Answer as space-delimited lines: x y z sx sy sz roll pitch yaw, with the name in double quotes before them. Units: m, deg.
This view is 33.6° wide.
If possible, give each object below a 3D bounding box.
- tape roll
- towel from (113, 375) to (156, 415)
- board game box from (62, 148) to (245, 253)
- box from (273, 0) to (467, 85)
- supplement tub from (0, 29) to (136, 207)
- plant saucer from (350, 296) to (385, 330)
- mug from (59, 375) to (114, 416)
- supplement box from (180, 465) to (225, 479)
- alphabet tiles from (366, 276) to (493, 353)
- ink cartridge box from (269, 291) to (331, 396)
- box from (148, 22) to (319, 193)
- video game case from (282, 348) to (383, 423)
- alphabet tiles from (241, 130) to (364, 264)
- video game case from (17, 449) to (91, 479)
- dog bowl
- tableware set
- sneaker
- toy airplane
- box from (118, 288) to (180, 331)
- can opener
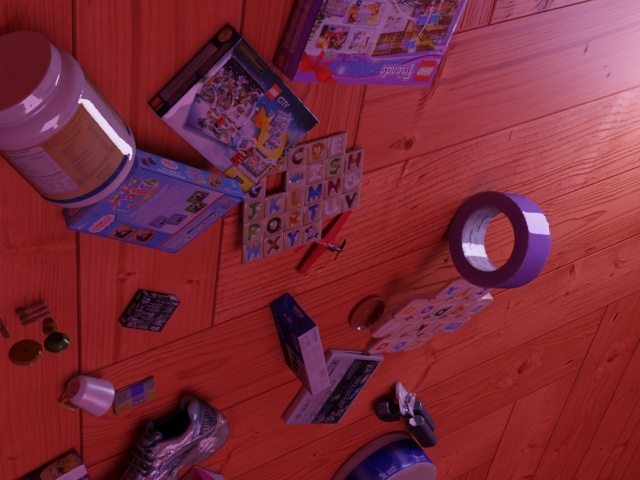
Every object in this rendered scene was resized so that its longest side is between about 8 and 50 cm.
"tape roll" 0.348 0.000 2.068 0.080 0.189 0.189 3 125 -46
"towel" -0.325 0.272 1.850 0.083 0.009 0.060 -22 139 -27
"board game box" -0.238 -0.052 1.533 0.160 0.039 0.211 -36 151 27
"box" 0.087 -0.332 1.584 0.293 0.057 0.201 -5 129 -41
"supplement tub" -0.331 -0.146 1.296 0.144 0.144 0.200 -40 144 -5
"plant saucer" 0.093 0.145 2.122 0.083 0.013 0.083 -27 142 -23
"mug" -0.386 0.256 1.734 0.078 0.062 0.064 -53 136 3
"supplement box" -0.272 0.576 2.128 0.220 0.111 0.114 -46 144 2
"alphabet tiles" 0.233 0.153 2.202 0.284 0.021 0.278 2 143 -47
"ink cartridge box" -0.036 0.196 1.978 0.046 0.097 0.207 -31 144 -16
"box" -0.120 -0.185 1.539 0.159 0.044 0.233 -45 142 2
"video game case" 0.027 0.309 2.221 0.173 0.022 0.190 12 117 -49
"alphabet tiles" -0.027 -0.075 1.757 0.237 0.009 0.198 -18 129 -30
"video game case" -0.497 0.494 1.884 0.210 0.042 0.232 -27 142 -20
"dog bowl" 0.149 0.592 2.560 0.265 0.104 0.265 -26 141 -23
"tableware set" -0.446 0.152 1.527 0.154 0.104 0.024 -24 142 -24
"sneaker" -0.306 0.390 1.933 0.283 0.110 0.122 -45 134 -10
"toy airplane" 0.000 0.000 1.869 0.151 0.028 0.151 -27 141 -24
"box" -0.278 0.115 1.726 0.083 0.018 0.067 14 116 -50
"can opener" 0.206 0.411 2.475 0.093 0.074 0.280 -14 148 18
